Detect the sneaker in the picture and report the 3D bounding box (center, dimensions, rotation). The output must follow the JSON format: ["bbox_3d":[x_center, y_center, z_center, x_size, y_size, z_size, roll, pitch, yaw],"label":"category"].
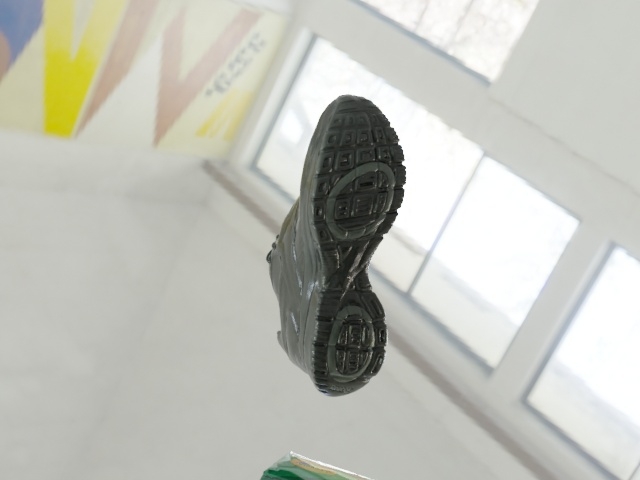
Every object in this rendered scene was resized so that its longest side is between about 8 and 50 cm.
[{"bbox_3d":[0.000,0.000,1.074,0.109,0.286,0.130,1,-168,-34],"label":"sneaker"}]

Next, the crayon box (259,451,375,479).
[{"bbox_3d":[0.007,0.352,1.013,0.165,0.278,0.081,14,-171,16],"label":"crayon box"}]
